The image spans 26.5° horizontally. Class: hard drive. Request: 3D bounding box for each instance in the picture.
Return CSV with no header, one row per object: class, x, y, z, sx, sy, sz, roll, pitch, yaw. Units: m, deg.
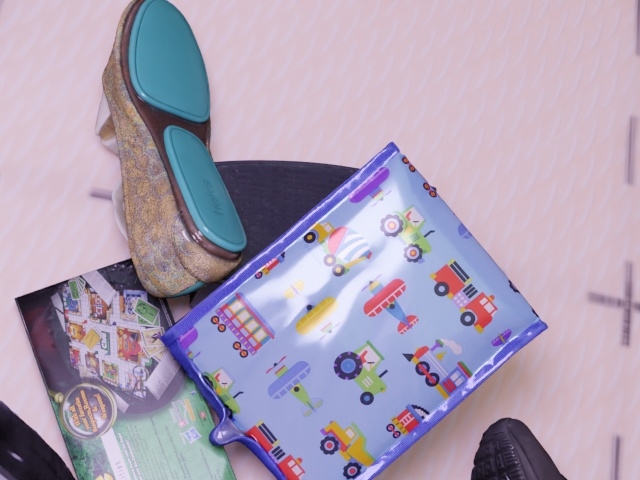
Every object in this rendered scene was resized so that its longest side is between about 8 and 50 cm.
hard drive,0.000,0.000,1.365,0.255,0.054,0.172,6,69,-13

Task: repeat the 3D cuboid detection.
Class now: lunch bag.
lunch bag,0.017,0.093,1.246,0.293,0.138,0.221,-39,89,-15

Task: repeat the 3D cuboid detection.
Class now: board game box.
board game box,-0.177,0.148,1.253,0.136,0.030,0.259,-18,70,-14

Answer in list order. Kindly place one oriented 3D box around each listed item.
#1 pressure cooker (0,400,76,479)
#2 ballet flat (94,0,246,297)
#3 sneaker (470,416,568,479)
pressure cooker,-0.422,0.269,0.973,0.370,0.375,0.420,33,64,-5
ballet flat,-0.162,-0.091,1.318,0.123,0.123,0.348,-5,53,-17
sneaker,0.243,0.296,1.305,0.130,0.109,0.286,-23,87,-28
